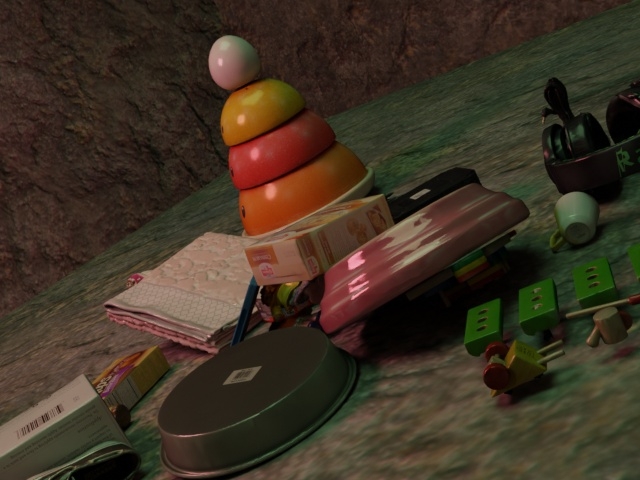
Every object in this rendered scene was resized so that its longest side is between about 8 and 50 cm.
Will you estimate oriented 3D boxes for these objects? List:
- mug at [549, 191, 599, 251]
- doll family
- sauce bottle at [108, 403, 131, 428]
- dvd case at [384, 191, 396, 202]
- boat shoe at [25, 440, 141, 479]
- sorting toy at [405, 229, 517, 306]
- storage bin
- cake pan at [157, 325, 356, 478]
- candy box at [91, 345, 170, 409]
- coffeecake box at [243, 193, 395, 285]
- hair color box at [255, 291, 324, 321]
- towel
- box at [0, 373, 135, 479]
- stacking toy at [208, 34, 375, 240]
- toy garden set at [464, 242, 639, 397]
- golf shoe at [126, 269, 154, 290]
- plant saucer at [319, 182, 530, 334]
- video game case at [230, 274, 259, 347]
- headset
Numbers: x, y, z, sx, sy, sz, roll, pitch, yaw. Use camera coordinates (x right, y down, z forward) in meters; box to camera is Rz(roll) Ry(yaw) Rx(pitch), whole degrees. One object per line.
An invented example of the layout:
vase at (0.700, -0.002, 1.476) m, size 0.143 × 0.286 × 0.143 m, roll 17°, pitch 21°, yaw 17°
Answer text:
mug at (0.354, -0.019, 1.373) m, size 0.062 × 0.078 × 0.064 m, roll 8°, pitch 31°, yaw 9°
doll family at (-0.008, 0.065, 1.625) m, size 0.263 × 0.118 × 0.163 m, roll -36°, pitch 15°, yaw -33°
sauce bottle at (-0.369, 0.303, 1.620) m, size 0.128 × 0.042 × 0.042 m, roll -23°, pitch 13°, yaw 26°
dvd case at (0.033, -0.016, 1.796) m, size 0.164 × 0.018 × 0.221 m, roll -38°, pitch -5°, yaw 32°
boat shoe at (-0.343, 0.340, 1.330) m, size 0.219 × 0.078 × 0.070 m, roll -32°, pitch 12°, yaw -26°
sorting toy at (0.202, 0.048, 1.366) m, size 0.132 × 0.046 × 0.274 m, roll -32°, pitch -5°, yaw 23°
storage bin at (0.196, -0.049, 1.738) m, size 0.180 × 0.084 × 0.122 m, roll -29°, pitch 13°, yaw -8°
cake pan at (-0.095, 0.206, 1.333) m, size 0.293 × 0.054 × 0.293 m, roll -23°, pitch 17°, yaw 8°
candy box at (-0.357, 0.261, 1.735) m, size 0.109 × 0.053 × 0.187 m, roll -21°, pitch 13°, yaw 30°
coffeecake box at (0.000, 0.000, 1.516) m, size 0.185 × 0.068 × 0.142 m, roll -28°, pitch 11°, yaw -36°
hair color box at (-0.029, 0.081, 1.763) m, size 0.167 × 0.053 × 0.093 m, roll -32°, pitch 12°, yaw -24°
towel at (-0.205, 0.085, 1.906) m, size 0.332 × 0.053 × 0.317 m, roll 10°, pitch 36°, yaw 40°
box at (-0.386, 0.305, 1.463) m, size 0.181 × 0.119 × 0.182 m, roll -32°, pitch 12°, yaw -16°
stacking toy at (-0.118, -0.254, 2.306) m, size 0.350 × 0.480 × 0.350 m, roll -26°, pitch 12°, yaw 6°
toy garden set at (0.280, 0.089, 1.092) m, size 0.244 × 0.049 × 0.204 m, roll -23°, pitch 11°, yaw 17°
golf shoe at (-0.307, 0.106, 2.166) m, size 0.140 × 0.115 × 0.306 m, roll -27°, pitch 17°, yaw -38°
plant saucer at (0.132, 0.017, 1.396) m, size 0.332 × 0.084 × 0.332 m, roll -31°, pitch -4°, yaw -3°
video game case at (-0.122, 0.126, 1.604) m, size 0.015 × 0.166 × 0.119 m, roll 18°, pitch 17°, yaw -1°
headset at (0.434, -0.176, 1.502) m, size 0.243 × 0.185 × 0.394 m, roll -27°, pitch 5°, yaw 2°
